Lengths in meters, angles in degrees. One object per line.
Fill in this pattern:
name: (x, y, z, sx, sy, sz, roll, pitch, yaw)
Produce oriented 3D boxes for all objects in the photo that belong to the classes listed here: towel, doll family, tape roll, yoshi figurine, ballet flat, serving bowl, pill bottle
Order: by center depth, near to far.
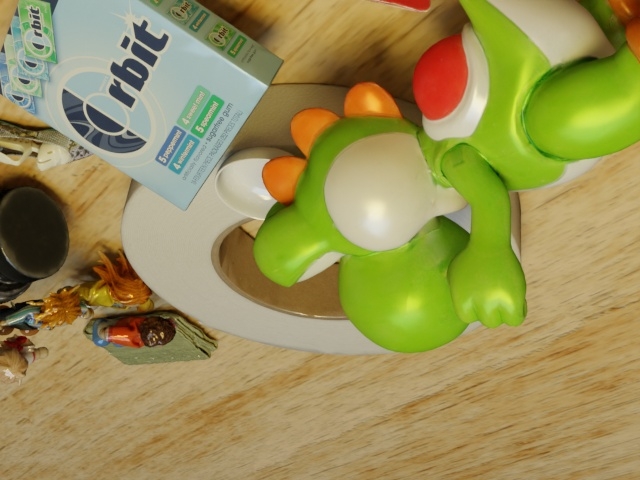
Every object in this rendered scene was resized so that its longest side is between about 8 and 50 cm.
yoshi figurine: (0.128, -0.039, 0.682, 0.362, 0.203, 0.203, -29, 160, 24)
serving bowl: (-0.043, -0.050, 0.780, 0.083, 0.027, 0.083, 5, 147, 3)
ballet flat: (-0.265, -0.084, 0.892, 0.114, 0.041, 0.041, 10, 148, -4)
tape roll: (0.000, 0.000, 0.945, 0.392, 0.072, 0.392, 5, 148, 3)
pill bottle: (-0.369, 0.013, 0.990, 0.219, 0.122, 0.123, -14, 143, 31)
doll family: (-0.276, 0.078, 1.042, 0.263, 0.118, 0.163, -12, -178, -37)
towel: (-0.216, 0.126, 1.231, 0.148, 0.027, 0.110, -9, 146, 22)

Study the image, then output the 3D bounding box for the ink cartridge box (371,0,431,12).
ink cartridge box: (-0.034, -0.221, 0.533, 0.231, 0.134, 0.078, 12, 147, -10)

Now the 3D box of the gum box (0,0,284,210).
gum box: (-0.144, -0.126, 0.730, 0.184, 0.041, 0.157, 32, 134, -9)
